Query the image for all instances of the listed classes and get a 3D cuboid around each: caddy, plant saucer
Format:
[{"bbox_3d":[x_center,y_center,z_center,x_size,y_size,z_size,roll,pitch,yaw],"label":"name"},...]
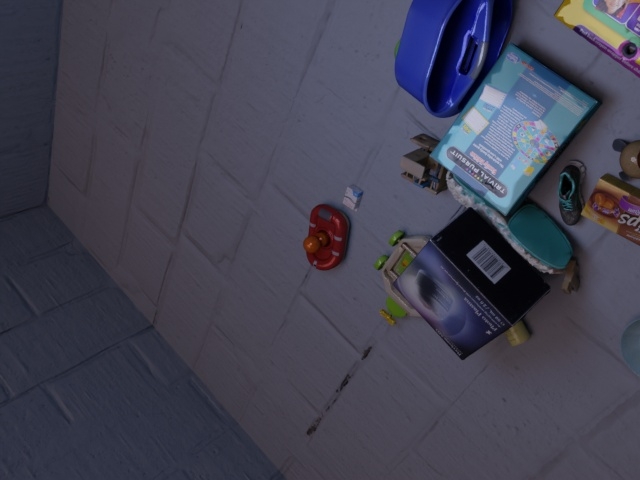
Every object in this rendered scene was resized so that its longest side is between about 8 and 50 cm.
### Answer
[{"bbox_3d":[0.332,-0.469,1.555,0.179,0.241,0.341,46,137,37],"label":"caddy"},{"bbox_3d":[0.851,0.270,1.590,0.195,0.037,0.194,21,123,36],"label":"plant saucer"}]

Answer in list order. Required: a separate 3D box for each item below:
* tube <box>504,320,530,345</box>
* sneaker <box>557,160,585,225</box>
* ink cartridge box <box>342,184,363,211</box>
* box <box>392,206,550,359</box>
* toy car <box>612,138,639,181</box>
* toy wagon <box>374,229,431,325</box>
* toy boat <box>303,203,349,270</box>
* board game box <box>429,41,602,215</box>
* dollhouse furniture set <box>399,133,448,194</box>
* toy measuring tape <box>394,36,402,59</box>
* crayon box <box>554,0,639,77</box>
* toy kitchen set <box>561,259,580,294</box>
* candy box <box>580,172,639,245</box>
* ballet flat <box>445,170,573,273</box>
[{"bbox_3d":[0.519,0.187,1.850,0.070,0.062,0.240,-29,83,12],"label":"tube"},{"bbox_3d":[0.615,-0.111,1.595,0.065,0.076,0.166,9,116,41],"label":"sneaker"},{"bbox_3d":[0.104,-0.134,2.098,0.048,0.028,0.083,36,131,25],"label":"ink cartridge box"},{"bbox_3d":[0.391,0.125,1.719,0.296,0.183,0.294,48,152,12],"label":"box"},{"bbox_3d":[0.737,-0.186,1.435,0.188,0.149,0.154,-179,75,-72],"label":"toy car"},{"bbox_3d":[0.291,0.137,2.030,0.267,0.068,0.344,44,135,18],"label":"toy wagon"},{"bbox_3d":[0.000,0.000,2.173,0.151,0.151,0.231,28,127,31],"label":"toy boat"},{"bbox_3d":[0.472,-0.271,1.582,0.254,0.079,0.336,43,117,20],"label":"board game box"},{"bbox_3d":[0.272,-0.200,1.794,0.129,0.184,0.129,32,129,28],"label":"dollhouse furniture set"},{"bbox_3d":[0.271,-0.543,1.669,0.121,0.121,0.330,39,133,23],"label":"toy measuring tape"},{"bbox_3d":[0.719,-0.493,1.287,0.363,0.106,0.313,44,133,17],"label":"crayon box"},{"bbox_3d":[0.637,0.100,1.690,0.075,0.083,0.068,9,157,41],"label":"toy kitchen set"},{"bbox_3d":[0.734,-0.066,1.523,0.187,0.053,0.109,36,131,27],"label":"candy box"},{"bbox_3d":[0.498,-0.060,1.717,0.409,0.147,0.147,48,135,19],"label":"ballet flat"}]
